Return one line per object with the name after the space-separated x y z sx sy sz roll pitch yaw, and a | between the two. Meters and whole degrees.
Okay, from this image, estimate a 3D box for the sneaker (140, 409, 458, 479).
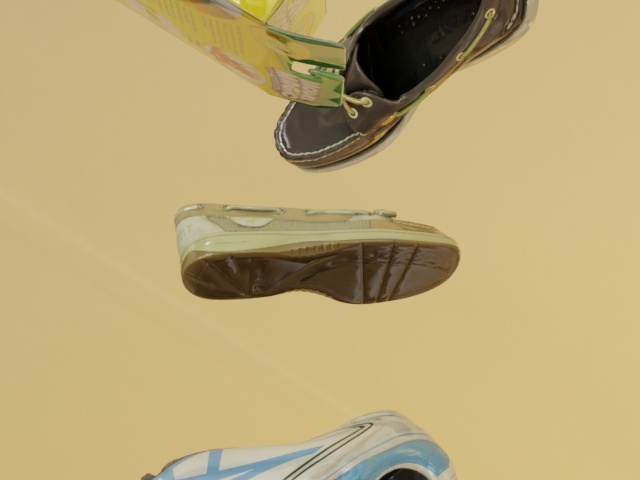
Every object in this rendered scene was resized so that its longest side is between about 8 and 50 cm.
-0.026 0.160 1.030 0.237 0.086 0.085 -17 -51 -26 | sneaker

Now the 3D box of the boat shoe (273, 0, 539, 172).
0.045 -0.123 1.291 0.227 0.081 0.068 -36 -17 27 | boat shoe

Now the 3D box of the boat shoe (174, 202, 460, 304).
-0.001 0.001 0.983 0.153 0.048 0.056 -3 -39 -12 | boat shoe

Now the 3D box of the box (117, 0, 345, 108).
-0.062 -0.110 0.635 0.043 0.179 0.105 -55 -4 -7 | box
